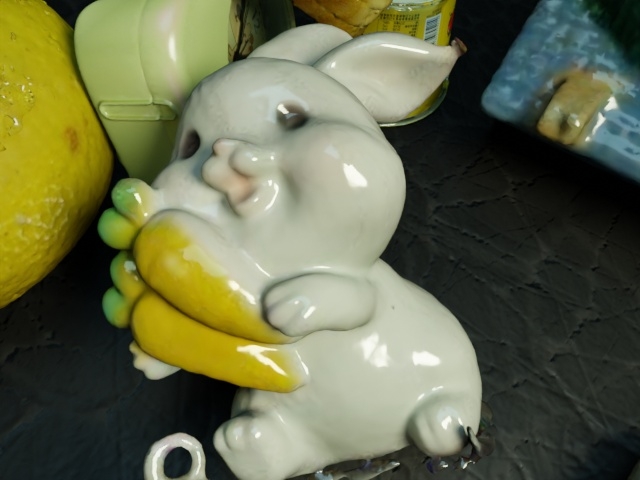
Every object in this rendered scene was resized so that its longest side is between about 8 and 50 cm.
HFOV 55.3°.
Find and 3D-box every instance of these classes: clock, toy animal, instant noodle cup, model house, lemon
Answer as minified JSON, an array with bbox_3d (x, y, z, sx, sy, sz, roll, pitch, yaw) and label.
[{"bbox_3d":[-0.089,-0.170,0.569,0.096,0.235,0.308,3,49,15],"label":"clock"},{"bbox_3d":[-0.001,0.001,0.416,0.247,0.183,0.309,-26,100,-48],"label":"toy animal"},{"bbox_3d":[0.069,-0.241,0.678,0.182,0.144,0.182,3,55,-4],"label":"instant noodle cup"},{"bbox_3d":[0.371,-0.195,0.526,0.335,0.382,0.342,32,54,19],"label":"model house"},{"bbox_3d":[-0.295,-0.075,0.467,0.258,0.257,0.310,28,58,14],"label":"lemon"}]

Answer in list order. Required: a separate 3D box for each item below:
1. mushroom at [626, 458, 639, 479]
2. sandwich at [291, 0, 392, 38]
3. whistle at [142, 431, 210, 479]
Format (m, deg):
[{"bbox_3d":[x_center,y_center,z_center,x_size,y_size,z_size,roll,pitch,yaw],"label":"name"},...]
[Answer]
[{"bbox_3d":[0.192,0.284,0.339,0.397,0.126,0.177,-34,73,-29],"label":"mushroom"},{"bbox_3d":[-0.009,-0.284,0.515,0.186,0.065,0.214,35,43,-21],"label":"sandwich"},{"bbox_3d":[-0.064,0.280,0.321,0.189,0.189,0.347,-6,78,-9],"label":"whistle"}]
